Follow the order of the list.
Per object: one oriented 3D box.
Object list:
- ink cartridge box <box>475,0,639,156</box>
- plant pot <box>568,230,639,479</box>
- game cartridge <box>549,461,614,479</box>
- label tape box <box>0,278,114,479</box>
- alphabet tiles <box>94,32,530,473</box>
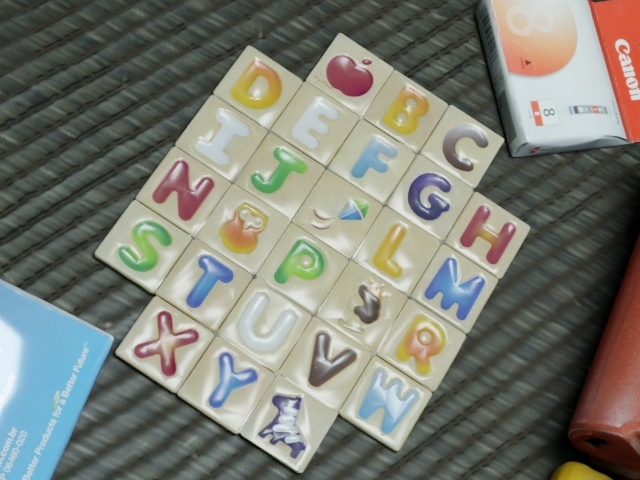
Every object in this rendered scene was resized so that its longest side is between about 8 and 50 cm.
[{"bbox_3d":[0.238,-0.153,1.124,0.179,0.045,0.146,-8,74,-12],"label":"ink cartridge box"},{"bbox_3d":[0.330,0.074,0.961,0.272,0.272,0.265,29,76,-1],"label":"plant pot"},{"bbox_3d":[0.247,0.369,0.942,0.285,0.053,0.324,27,68,-2],"label":"game cartridge"},{"bbox_3d":[-0.347,0.104,0.833,0.347,0.115,0.249,28,68,-16],"label":"label tape box"},{"bbox_3d":[0.000,0.000,1.038,0.285,0.011,0.343,33,68,1],"label":"alphabet tiles"}]
